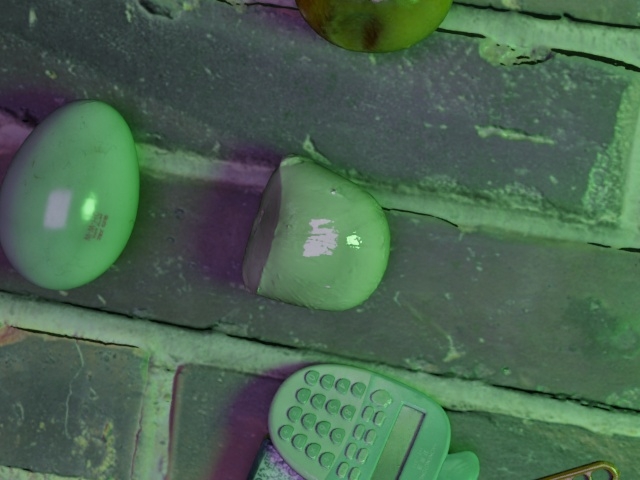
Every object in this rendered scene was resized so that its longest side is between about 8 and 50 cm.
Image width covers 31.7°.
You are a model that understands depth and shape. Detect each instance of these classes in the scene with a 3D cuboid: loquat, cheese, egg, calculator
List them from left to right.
[{"bbox_3d":[-0.336,-0.062,1.522,0.182,0.183,0.264,16,90,6],"label":"egg"},{"bbox_3d":[0.000,0.000,1.496,0.189,0.154,0.198,18,97,1],"label":"cheese"},{"bbox_3d":[0.071,0.273,1.529,0.295,0.042,0.184,24,65,7],"label":"calculator"},{"bbox_3d":[0.067,-0.334,1.431,0.213,0.213,0.213,1,95,8],"label":"loquat"}]

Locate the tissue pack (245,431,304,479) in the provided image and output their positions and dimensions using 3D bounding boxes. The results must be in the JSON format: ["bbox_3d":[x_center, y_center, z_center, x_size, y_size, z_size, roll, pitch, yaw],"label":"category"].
[{"bbox_3d":[-0.040,0.418,1.576,0.185,0.081,0.257,24,98,6],"label":"tissue pack"}]

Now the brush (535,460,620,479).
[{"bbox_3d":[0.262,0.362,1.562,0.314,0.017,0.090,-17,93,8],"label":"brush"}]
